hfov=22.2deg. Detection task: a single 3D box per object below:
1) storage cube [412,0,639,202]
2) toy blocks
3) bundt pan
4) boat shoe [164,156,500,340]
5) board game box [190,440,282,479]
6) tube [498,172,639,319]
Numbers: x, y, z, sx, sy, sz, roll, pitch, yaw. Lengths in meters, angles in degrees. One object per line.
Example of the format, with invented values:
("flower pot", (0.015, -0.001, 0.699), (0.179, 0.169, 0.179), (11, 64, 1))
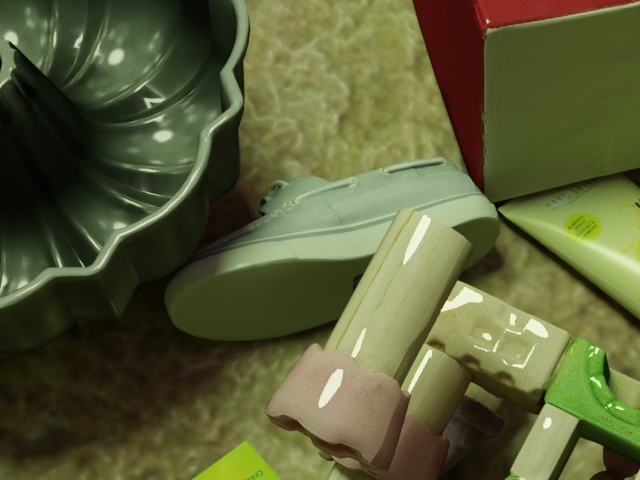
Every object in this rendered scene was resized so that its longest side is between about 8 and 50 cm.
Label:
("storage cube", (0.167, -0.165, 1.066), (0.183, 0.215, 0.193), (-12, 56, -3))
("toy blocks", (0.115, 0.187, 0.847), (0.288, 0.309, 0.260), (25, 79, 18))
("bundt pan", (-0.195, -0.070, 0.992), (0.331, 0.124, 0.331), (-3, 60, 6))
("boat shoe", (0.001, -0.001, 1.034), (0.227, 0.079, 0.081), (-15, 52, -21))
("board game box", (-0.100, 0.192, 0.884), (0.181, 0.092, 0.043), (-34, 68, -24))
("tube", (0.230, 0.030, 1.052), (0.240, 0.062, 0.070), (43, 19, 26))
